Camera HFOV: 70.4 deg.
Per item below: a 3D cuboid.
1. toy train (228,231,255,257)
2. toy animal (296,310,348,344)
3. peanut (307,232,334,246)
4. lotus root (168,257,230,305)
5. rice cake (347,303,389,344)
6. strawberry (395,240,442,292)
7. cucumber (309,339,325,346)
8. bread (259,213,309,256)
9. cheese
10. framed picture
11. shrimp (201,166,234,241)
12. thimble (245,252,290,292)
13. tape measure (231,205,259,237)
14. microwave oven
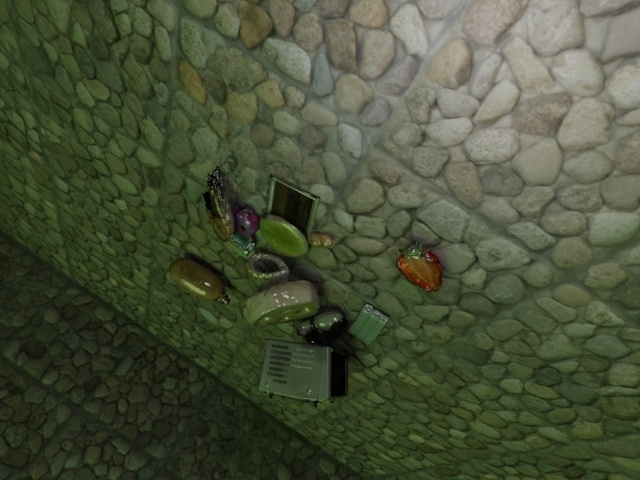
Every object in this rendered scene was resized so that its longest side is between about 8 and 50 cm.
[{"bbox_3d":[-0.358,-0.015,1.874,0.194,0.080,0.125,40,155,1],"label":"toy train"},{"bbox_3d":[0.004,0.372,1.958,0.225,0.093,0.121,-14,122,13],"label":"toy animal"},{"bbox_3d":[0.000,0.000,1.645,0.113,0.054,0.053,6,135,37],"label":"peanut"},{"bbox_3d":[-0.585,0.204,2.233,0.343,0.151,0.169,29,158,0],"label":"lotus root"},{"bbox_3d":[0.199,0.354,1.891,0.127,0.043,0.237,32,144,5],"label":"rice cake"},{"bbox_3d":[0.326,0.075,1.457,0.192,0.085,0.140,28,135,-1],"label":"strawberry"},{"bbox_3d":[-0.016,0.564,2.271,0.115,0.062,0.116,32,142,10],"label":"cucumber"},{"bbox_3d":[-0.146,-0.012,1.740,0.229,0.033,0.228,24,150,15],"label":"bread"},{"bbox_3d":[-0.152,0.270,1.878,0.318,0.115,0.326,-25,155,19],"label":"cheese"},{"bbox_3d":[-0.109,-0.109,1.639,0.197,0.014,0.252,28,143,9],"label":"framed picture"},{"bbox_3d":[-0.400,-0.138,1.744,0.178,0.075,0.289,11,123,47],"label":"shrimp"},{"bbox_3d":[-0.217,0.142,1.899,0.191,0.137,0.143,11,137,7],"label":"thimble"},{"bbox_3d":[-0.297,-0.076,1.768,0.118,0.074,0.125,13,133,35],"label":"tape measure"},{"bbox_3d":[-0.053,0.588,2.008,0.333,0.247,0.394,2,164,17],"label":"microwave oven"}]
